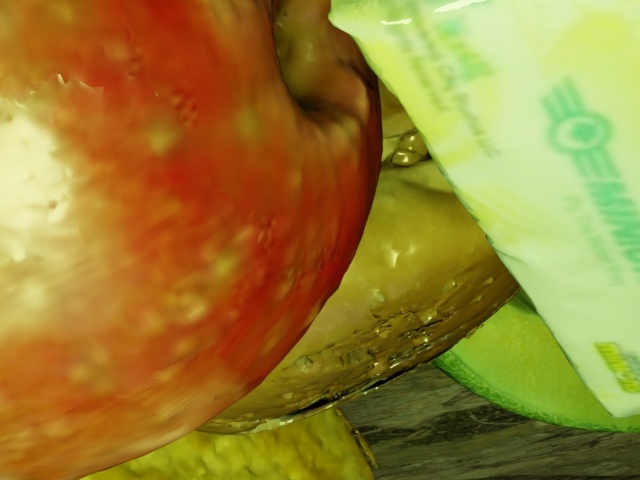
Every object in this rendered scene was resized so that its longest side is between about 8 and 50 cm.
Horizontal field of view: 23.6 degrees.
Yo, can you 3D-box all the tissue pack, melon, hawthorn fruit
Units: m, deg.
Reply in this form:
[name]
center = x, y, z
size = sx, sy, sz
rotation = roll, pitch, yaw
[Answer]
[tissue pack]
center = 0.232, -0.096, 0.522
size = 0.388, 0.162, 0.287
rotation = -18, 142, 18
[melon]
center = 0.161, 0.068, 1.263
size = 0.323, 0.196, 0.124
rotation = 8, 119, -30
[hawthorn fruit]
center = -0.115, -0.033, 0.529
size = 0.284, 0.284, 0.284
rotation = -11, 162, -4

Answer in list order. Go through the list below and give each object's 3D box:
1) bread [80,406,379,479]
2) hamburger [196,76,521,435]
[bread]
center = -0.154, 0.186, 1.005
size = 0.398, 0.398, 0.215
rotation = 5, 142, -42
[hamburger]
center = 0.003, -0.003, 0.874
size = 0.284, 0.174, 0.304
rotation = -24, 169, -2
